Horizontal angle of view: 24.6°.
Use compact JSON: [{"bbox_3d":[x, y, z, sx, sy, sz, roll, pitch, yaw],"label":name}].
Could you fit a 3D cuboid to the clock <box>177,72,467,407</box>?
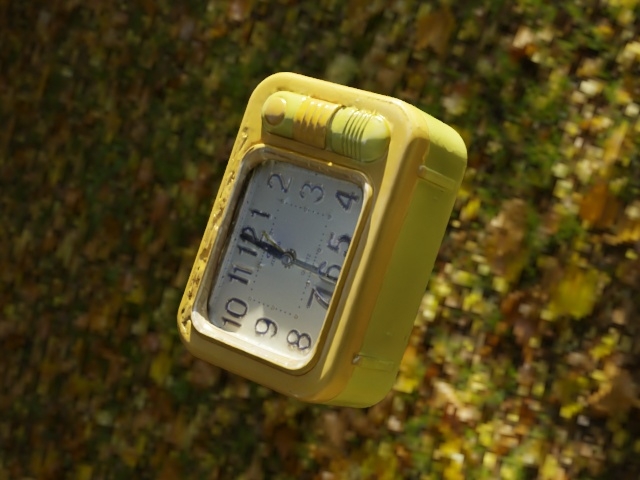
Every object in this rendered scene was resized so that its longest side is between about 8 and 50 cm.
[{"bbox_3d":[0.000,0.000,0.979,0.143,0.096,0.202,18,91,31],"label":"clock"}]
